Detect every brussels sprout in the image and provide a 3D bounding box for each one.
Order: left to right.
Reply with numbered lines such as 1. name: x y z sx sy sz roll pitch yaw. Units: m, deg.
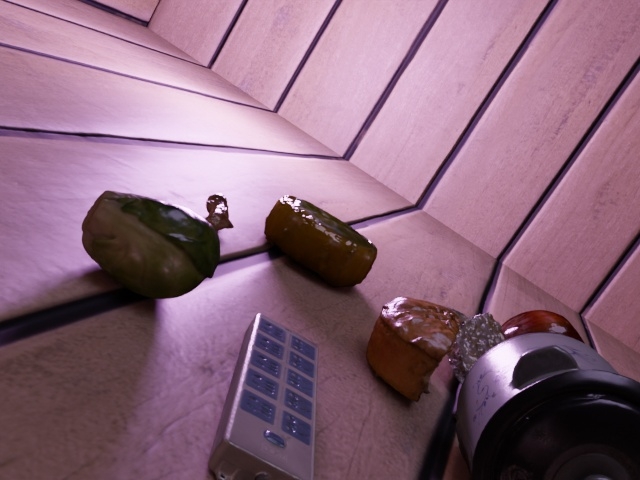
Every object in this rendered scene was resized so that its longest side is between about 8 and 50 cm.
1. brussels sprout: -0.220 0.006 0.907 0.183 0.131 0.145 24 10 -47

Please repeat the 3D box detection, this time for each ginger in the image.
1. ginger: -0.203 -0.050 1.331 0.057 0.044 0.137 58 9 -26

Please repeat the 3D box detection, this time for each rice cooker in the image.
1. rice cooker: 0.320 0.274 0.903 0.316 0.264 0.316 -16 90 -86

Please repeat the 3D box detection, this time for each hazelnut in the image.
1. hazelnut: 0.527 0.261 1.616 0.181 0.181 0.212 58 5 -22

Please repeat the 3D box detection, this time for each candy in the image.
1. candy: 0.000 0.000 1.459 0.260 0.118 0.260 31 9 -5

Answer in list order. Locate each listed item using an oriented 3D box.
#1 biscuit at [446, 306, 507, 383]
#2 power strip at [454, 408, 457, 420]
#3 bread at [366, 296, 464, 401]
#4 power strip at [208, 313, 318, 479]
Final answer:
1. biscuit: 0.306 0.208 1.329 0.188 0.040 0.265 44 30 4
2. power strip: 0.275 0.302 1.174 0.076 0.028 0.169 36 13 14
3. bread: 0.154 0.175 1.154 0.140 0.143 0.229 24 9 11
4. power strip: -0.057 0.190 0.813 0.106 0.043 0.367 30 14 -8
